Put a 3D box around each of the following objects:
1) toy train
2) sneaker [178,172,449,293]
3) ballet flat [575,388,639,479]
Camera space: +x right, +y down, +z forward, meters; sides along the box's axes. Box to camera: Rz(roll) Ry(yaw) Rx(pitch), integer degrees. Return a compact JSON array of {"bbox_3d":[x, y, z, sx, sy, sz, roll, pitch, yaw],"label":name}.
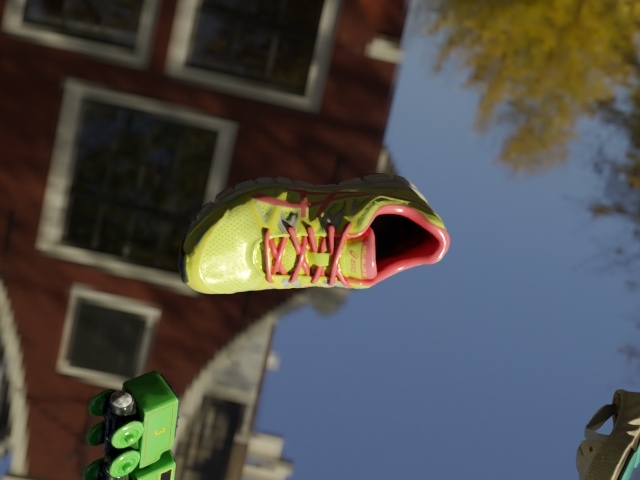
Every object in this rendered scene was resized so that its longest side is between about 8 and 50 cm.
[{"bbox_3d":[-0.051,0.066,0.489,0.024,0.083,0.017,-22,-126,-28],"label":"toy train"},{"bbox_3d":[0.000,0.000,1.297,0.209,0.081,0.094,-14,-153,-23],"label":"sneaker"},{"bbox_3d":[0.231,0.171,1.443,0.052,0.057,0.168,19,-151,18],"label":"ballet flat"}]
